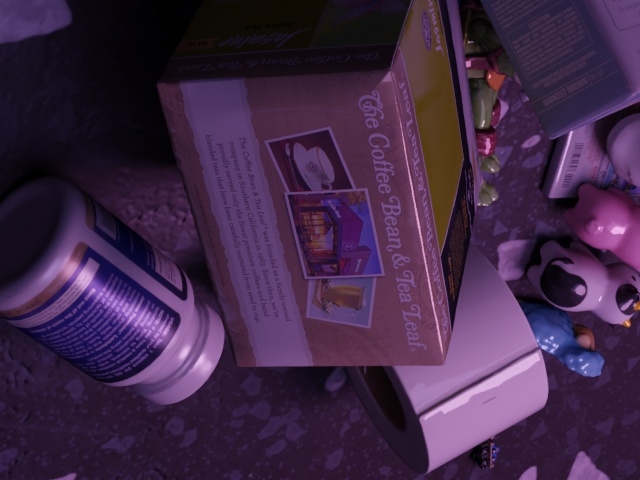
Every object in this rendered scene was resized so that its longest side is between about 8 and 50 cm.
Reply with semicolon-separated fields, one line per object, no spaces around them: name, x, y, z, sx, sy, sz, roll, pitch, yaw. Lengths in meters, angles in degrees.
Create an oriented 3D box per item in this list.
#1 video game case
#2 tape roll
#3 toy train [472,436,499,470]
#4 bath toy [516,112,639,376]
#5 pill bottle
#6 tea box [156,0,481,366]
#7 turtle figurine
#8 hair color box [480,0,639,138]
video game case;0.391;-0.154;1.794;0.193;0.023;0.212;-3;119;-29
tape roll;0.136;0.134;1.681;0.169;0.246;0.246;-27;129;-14
toy train;0.233;0.256;1.960;0.036;0.027;0.158;-23;128;-30
bath toy;0.383;0.005;1.796;0.151;0.129;0.348;3;124;-32
pill bottle;-0.229;0.061;1.477;0.153;0.153;0.264;-46;130;2
tea box;0.019;-0.100;1.369;0.219;0.324;0.329;-2;125;15
turtle figurine;0.236;-0.178;1.575;0.274;0.198;0.266;-4;125;-25
hair color box;0.229;-0.305;1.368;0.185;0.113;0.375;-23;87;-44
